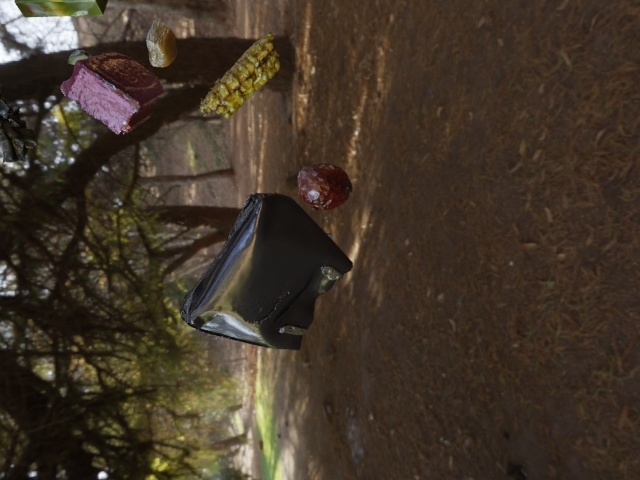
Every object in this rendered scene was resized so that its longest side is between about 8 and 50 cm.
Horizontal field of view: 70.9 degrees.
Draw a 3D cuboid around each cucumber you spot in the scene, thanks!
[{"bbox_3d":[-0.714,-0.553,1.352,0.108,0.067,0.035,4,91,48],"label":"cucumber"}]

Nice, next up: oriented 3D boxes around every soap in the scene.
[{"bbox_3d":[-0.466,-0.352,1.047,0.099,0.162,0.250,-52,18,22],"label":"soap"}]

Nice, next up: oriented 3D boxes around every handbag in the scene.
[{"bbox_3d":[-0.102,0.085,0.995,0.342,0.288,0.152,-56,21,4],"label":"handbag"}]

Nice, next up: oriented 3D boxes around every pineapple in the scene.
[{"bbox_3d":[-0.670,-0.269,0.891,0.248,0.128,0.128,81,175,-48],"label":"pineapple"}]

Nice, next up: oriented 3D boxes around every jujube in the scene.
[{"bbox_3d":[0.020,-0.210,1.799,0.290,0.197,0.197,2,-100,-61],"label":"jujube"}]

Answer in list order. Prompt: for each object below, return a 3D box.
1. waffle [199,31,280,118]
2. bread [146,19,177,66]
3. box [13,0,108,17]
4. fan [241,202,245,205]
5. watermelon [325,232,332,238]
[{"bbox_3d":[-0.167,-0.329,0.934,0.197,0.070,0.193,-26,31,38],"label":"waffle"},{"bbox_3d":[-0.519,-0.638,1.477,0.125,0.082,0.106,113,161,-63],"label":"bread"},{"bbox_3d":[-0.533,-0.611,0.987,0.043,0.173,0.311,87,-176,-64],"label":"box"},{"bbox_3d":[-0.270,-0.122,1.740,0.003,0.080,0.060,-58,-26,-15],"label":"fan"},{"bbox_3d":[0.000,0.000,1.676,0.061,0.085,0.085,52,171,-9],"label":"watermelon"}]
